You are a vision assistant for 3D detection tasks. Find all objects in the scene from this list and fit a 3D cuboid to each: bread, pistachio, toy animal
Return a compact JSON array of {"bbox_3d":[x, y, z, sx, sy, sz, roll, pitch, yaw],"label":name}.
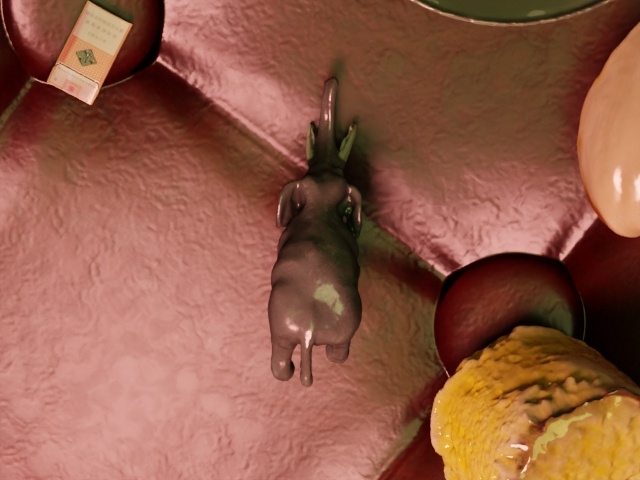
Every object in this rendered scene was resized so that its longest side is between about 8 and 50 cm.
[{"bbox_3d":[0.213,0.184,1.224,0.197,0.170,0.197,-2,101,-13],"label":"bread"},{"bbox_3d":[0.302,-0.106,1.171,0.144,0.144,0.215,13,98,-5],"label":"pistachio"},{"bbox_3d":[0.000,0.002,1.195,0.082,0.137,0.269,5,64,0],"label":"toy animal"}]

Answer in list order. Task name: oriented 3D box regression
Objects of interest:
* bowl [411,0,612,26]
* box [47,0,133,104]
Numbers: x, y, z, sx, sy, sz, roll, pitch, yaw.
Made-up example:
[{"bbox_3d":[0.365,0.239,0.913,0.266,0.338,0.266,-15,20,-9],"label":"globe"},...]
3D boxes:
[{"bbox_3d":[0.143,-0.346,1.085,0.337,0.157,0.337,-1,100,-4],"label":"bowl"},{"bbox_3d":[-0.208,-0.170,1.200,0.046,0.012,0.083,28,101,-9],"label":"box"}]
